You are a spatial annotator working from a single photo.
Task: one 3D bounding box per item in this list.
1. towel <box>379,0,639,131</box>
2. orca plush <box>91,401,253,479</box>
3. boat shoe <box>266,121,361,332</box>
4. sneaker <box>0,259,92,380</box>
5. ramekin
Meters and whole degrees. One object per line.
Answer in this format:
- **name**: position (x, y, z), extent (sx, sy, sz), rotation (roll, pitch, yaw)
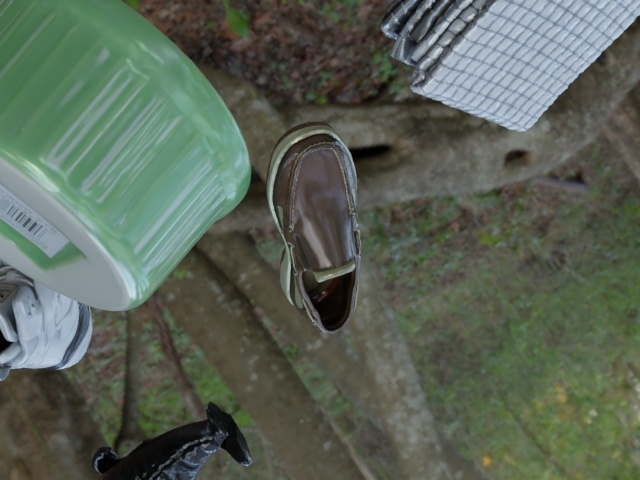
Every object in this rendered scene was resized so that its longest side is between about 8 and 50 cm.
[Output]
- **towel**: position (0.222, -0.262, 0.995), extent (0.235, 0.121, 0.283), rotation (8, 132, -47)
- **orca plush**: position (-0.199, 0.317, 1.161), extent (0.287, 0.151, 0.102), rotation (-26, -154, 27)
- **boat shoe**: position (0.007, -0.003, 0.968), extent (0.095, 0.095, 0.257), rotation (-21, 141, -13)
- **sneaker**: position (-0.439, 0.031, 1.432), extent (0.138, 0.365, 0.210), rotation (3, -174, 16)
- **ramekin**: position (-0.224, -0.075, 0.803), extent (0.148, 0.303, 0.303), rotation (-57, 180, -25)
